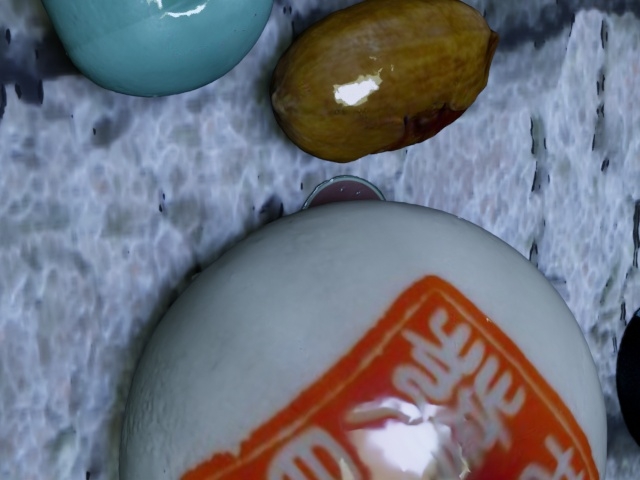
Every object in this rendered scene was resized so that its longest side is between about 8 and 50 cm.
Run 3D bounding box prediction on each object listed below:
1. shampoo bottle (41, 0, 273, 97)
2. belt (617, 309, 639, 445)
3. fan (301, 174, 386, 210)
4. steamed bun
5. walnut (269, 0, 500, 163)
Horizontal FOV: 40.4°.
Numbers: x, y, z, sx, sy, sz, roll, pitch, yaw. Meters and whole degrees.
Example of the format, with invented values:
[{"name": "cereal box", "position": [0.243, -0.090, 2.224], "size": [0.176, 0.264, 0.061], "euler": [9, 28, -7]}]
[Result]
[{"name": "shampoo bottle", "position": [-0.145, -0.256, 0.530], "size": [0.222, 0.151, 0.349], "euler": [-30, 109, -22]}, {"name": "belt", "position": [0.371, 0.139, 0.840], "size": [0.151, 0.078, 0.198], "euler": [-29, 107, -13]}, {"name": "fan", "position": [0.000, 0.000, 0.708], "size": [0.133, 0.005, 0.085], "euler": [-29, 109, -16]}, {"name": "steamed bun", "position": [0.045, 0.162, 0.628], "size": [0.374, 0.241, 0.374], "euler": [-4, 104, -18]}, {"name": "walnut", "position": [0.055, -0.127, 0.658], "size": [0.207, 0.116, 0.116], "euler": [-25, 107, -24]}]
